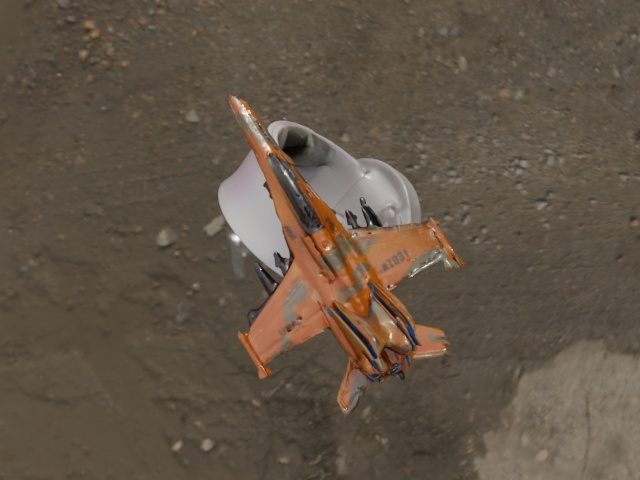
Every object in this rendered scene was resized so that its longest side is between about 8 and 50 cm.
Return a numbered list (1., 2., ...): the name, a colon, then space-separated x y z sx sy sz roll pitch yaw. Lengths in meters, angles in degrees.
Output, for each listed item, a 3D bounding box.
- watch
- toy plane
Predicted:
1. watch: -0.025 -0.038 1.086 0.196 0.231 0.244 -51 60 24
2. toy plane: -0.002 0.002 0.505 0.135 0.062 0.188 -31 80 -13
